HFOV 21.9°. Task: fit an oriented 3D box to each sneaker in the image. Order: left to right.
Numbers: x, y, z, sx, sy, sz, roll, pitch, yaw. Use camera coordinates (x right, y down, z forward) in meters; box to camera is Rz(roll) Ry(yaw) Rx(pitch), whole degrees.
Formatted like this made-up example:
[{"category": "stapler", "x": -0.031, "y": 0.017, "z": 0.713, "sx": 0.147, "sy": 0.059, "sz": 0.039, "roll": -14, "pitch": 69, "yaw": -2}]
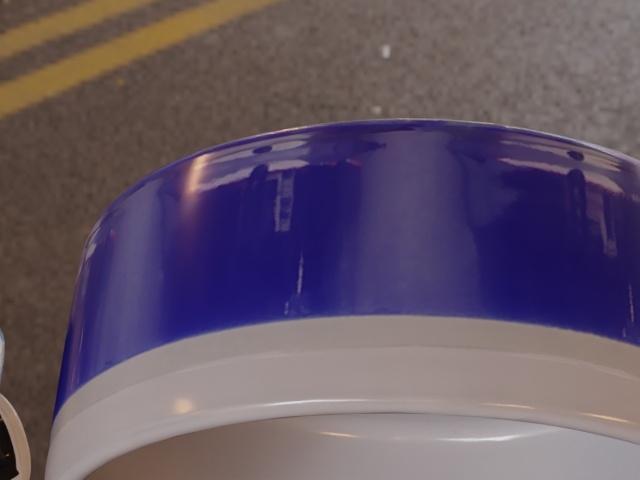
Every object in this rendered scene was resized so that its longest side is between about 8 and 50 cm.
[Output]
[{"category": "sneaker", "x": -0.358, "y": 0.256, "z": 1.627, "sx": 0.079, "sy": 0.217, "sz": 0.121, "roll": 35, "pitch": 42, "yaw": 31}]

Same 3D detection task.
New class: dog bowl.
[{"category": "dog bowl", "x": 0.034, "y": 0.065, "z": 0.620, "sx": 0.265, "sy": 0.265, "sz": 0.104, "roll": 3, "pitch": 62, "yaw": 0}]

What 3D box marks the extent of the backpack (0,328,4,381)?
[{"category": "backpack", "x": -0.359, "y": 0.171, "z": 1.163, "sx": 0.273, "sy": 0.355, "sz": 0.290, "roll": 7, "pitch": 40, "yaw": -1}]
